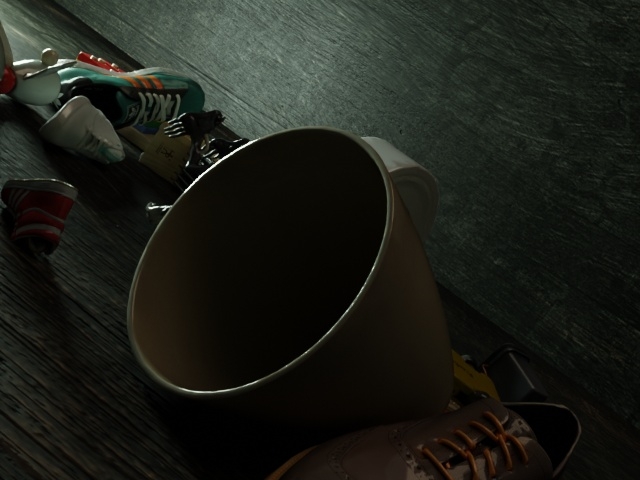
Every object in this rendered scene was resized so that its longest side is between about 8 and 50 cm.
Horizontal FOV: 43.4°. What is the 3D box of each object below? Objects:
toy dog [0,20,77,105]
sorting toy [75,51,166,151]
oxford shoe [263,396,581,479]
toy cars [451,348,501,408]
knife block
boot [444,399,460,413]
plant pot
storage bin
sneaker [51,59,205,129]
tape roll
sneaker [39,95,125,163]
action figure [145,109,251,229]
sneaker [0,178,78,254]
[{"bbox_3d":[-0.454,-0.284,1.113,0.220,0.161,0.333,34,7,-13],"label":"toy dog"},{"bbox_3d":[-0.394,-0.284,1.667,0.257,0.089,0.255,36,7,2],"label":"sorting toy"},{"bbox_3d":[0.091,0.176,0.628,0.364,0.132,0.130,4,43,-53],"label":"oxford shoe"},{"bbox_3d":[0.108,0.180,1.040,0.176,0.087,0.394,53,19,27],"label":"toy cars"},{"bbox_3d":[-0.201,-0.116,1.489,0.242,0.088,0.275,36,7,-3],"label":"knife block"},{"bbox_3d":[0.124,0.217,0.872,0.158,0.084,0.059,35,-24,-21],"label":"boot"},{"bbox_3d":[0.013,0.080,0.740,0.274,0.256,0.256,46,-1,-42],"label":"plant pot"},{"bbox_3d":[0.295,0.247,1.306,0.098,0.135,0.091,29,19,-42],"label":"storage bin"},{"bbox_3d":[-0.337,-0.243,1.438,0.302,0.108,0.121,-1,38,-33],"label":"sneaker"},{"bbox_3d":[0.057,-0.019,1.293,0.100,0.286,0.286,39,8,32],"label":"tape roll"},{"bbox_3d":[-0.335,-0.151,1.184,0.094,0.080,0.212,47,6,-2],"label":"sneaker"},{"bbox_3d":[-0.145,-0.042,1.117,0.164,0.141,0.275,39,28,-50],"label":"action figure"},{"bbox_3d":[-0.277,-0.021,0.762,0.118,0.067,0.042,0,-20,45],"label":"sneaker"}]
